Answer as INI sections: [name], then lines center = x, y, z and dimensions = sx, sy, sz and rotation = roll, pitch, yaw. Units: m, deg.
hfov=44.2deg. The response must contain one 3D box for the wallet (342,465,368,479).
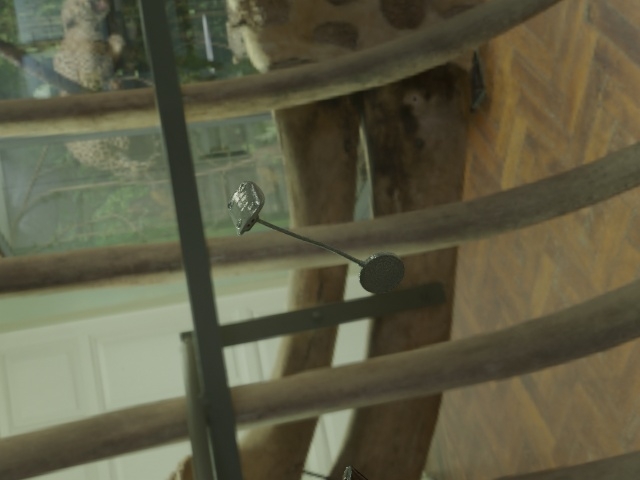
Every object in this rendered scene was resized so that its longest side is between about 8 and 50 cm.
[wallet]
center = 0.127, 0.506, 1.343
dimensions = 0.031, 0.255, 0.137
rotation = -42, 13, 31

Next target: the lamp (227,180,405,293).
[lamp]
center = 0.000, 0.000, 0.809
dimensions = 0.050, 0.198, 0.056
rotation = -56, 27, 19
